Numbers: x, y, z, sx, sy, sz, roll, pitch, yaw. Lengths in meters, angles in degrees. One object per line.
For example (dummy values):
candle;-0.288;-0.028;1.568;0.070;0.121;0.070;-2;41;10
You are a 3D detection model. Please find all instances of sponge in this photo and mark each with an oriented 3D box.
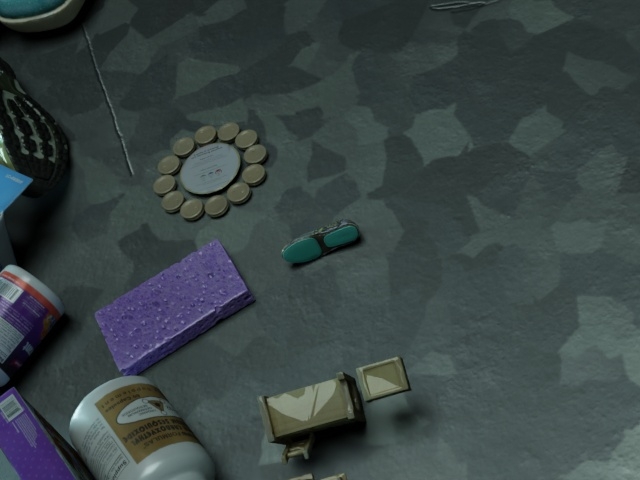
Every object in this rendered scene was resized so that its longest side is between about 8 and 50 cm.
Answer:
sponge;-0.207;0.094;1.709;0.210;0.031;0.117;-32;51;-3

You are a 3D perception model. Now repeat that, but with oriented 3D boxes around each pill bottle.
pill bottle;-0.205;0.285;1.506;0.131;0.131;0.229;-38;52;-9
pill bottle;-0.461;0.139;1.721;0.108;0.108;0.193;24;67;32

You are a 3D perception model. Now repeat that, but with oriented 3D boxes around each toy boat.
toy boat;-0.435;-0.505;2.152;0.318;0.148;0.267;-9;53;14

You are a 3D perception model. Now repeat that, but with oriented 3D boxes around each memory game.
memory game;-0.168;-0.106;1.852;0.186;0.012;0.186;-10;53;14

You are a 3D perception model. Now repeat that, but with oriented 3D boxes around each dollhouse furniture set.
dollhouse furniture set;0.038;0.248;1.492;0.182;0.101;0.161;-17;76;8

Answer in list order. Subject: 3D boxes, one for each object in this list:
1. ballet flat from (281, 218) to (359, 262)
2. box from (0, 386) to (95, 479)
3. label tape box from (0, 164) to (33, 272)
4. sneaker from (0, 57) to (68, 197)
ballet flat;0.000;0.000;1.702;0.114;0.041;0.041;-20;51;5
box;-0.283;0.329;1.458;0.057;0.201;0.293;-38;51;-10
label tape box;-0.596;0.030;1.841;0.249;0.115;0.347;22;67;32
sneaker;-0.553;-0.172;1.992;0.182;0.158;0.410;-53;51;16
